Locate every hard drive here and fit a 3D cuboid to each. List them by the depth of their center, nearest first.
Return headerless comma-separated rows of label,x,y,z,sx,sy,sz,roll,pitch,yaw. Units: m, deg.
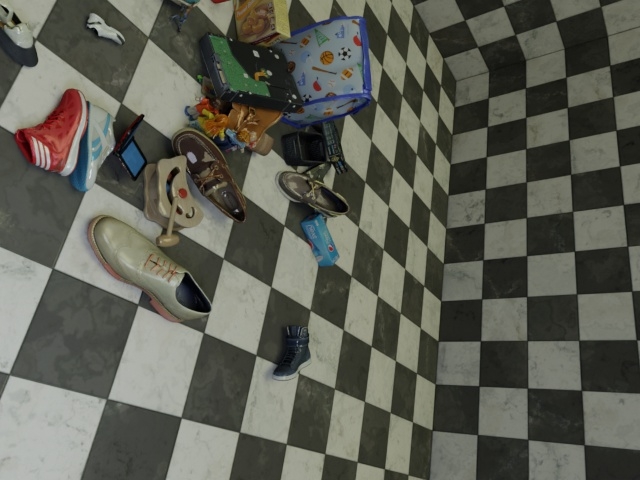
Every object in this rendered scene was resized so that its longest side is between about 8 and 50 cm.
hard drive,-0.232,-0.567,1.780,0.339,0.064,0.236,-4,67,-47

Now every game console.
game console,-0.486,-0.250,1.383,0.085,0.124,0.144,33,24,-20

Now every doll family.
doll family,-0.307,-0.336,1.632,0.263,0.163,0.118,40,52,-44

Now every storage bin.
storage bin,-0.064,-0.363,2.064,0.180,0.085,0.121,-9,91,-55

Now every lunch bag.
lunch bag,0.017,-0.634,1.971,0.239,0.386,0.327,6,78,-55

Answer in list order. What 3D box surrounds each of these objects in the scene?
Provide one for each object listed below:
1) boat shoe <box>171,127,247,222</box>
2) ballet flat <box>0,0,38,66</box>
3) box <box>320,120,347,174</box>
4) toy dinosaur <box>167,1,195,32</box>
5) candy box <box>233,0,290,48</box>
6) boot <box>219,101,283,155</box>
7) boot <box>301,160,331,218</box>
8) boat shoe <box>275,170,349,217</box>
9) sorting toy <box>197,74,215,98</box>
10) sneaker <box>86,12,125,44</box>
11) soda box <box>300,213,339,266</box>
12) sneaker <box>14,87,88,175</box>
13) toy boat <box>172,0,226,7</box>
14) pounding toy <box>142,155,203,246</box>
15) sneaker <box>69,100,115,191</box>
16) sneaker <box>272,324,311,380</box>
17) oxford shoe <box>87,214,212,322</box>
boat shoe,-0.325,-0.187,1.580,0.341,0.123,0.123,62,-4,-35
ballet flat,-0.705,-0.493,1.170,0.203,0.074,0.074,62,39,-27
box,0.054,-0.411,2.181,0.175,0.051,0.220,49,26,-68
toy dinosaur,-0.424,-0.688,1.612,0.090,0.082,0.047,-24,73,-21
candy box,-0.218,-0.859,1.853,0.088,0.183,0.315,-5,87,-57
boot,-0.250,-0.458,1.816,0.220,0.109,0.283,29,67,-45
boot,0.012,-0.209,2.151,0.190,0.076,0.208,-34,105,-38
boat shoe,-0.025,-0.182,2.019,0.325,0.097,0.116,30,73,-33
sorting toy,-0.375,-0.508,1.704,0.083,0.012,0.061,23,65,-52
sneaker,-0.582,-0.561,1.400,0.109,0.040,0.043,31,75,-45
soda box,0.000,0.000,2.091,0.067,0.071,0.209,-48,122,-48
sneaker,-0.632,-0.273,1.219,0.128,0.087,0.220,18,67,-54
toy boat,-0.377,-0.857,1.645,0.318,0.148,0.267,9,81,-56
pounding toy,-0.394,-0.113,1.466,0.154,0.155,0.269,5,78,-51
sneaker,-0.568,-0.230,1.303,0.092,0.088,0.228,20,69,-56
sneaker,-0.105,0.389,1.832,0.226,0.086,0.163,-23,113,-65
oxford shoe,-0.435,0.071,1.377,0.397,0.147,0.140,51,45,-37
